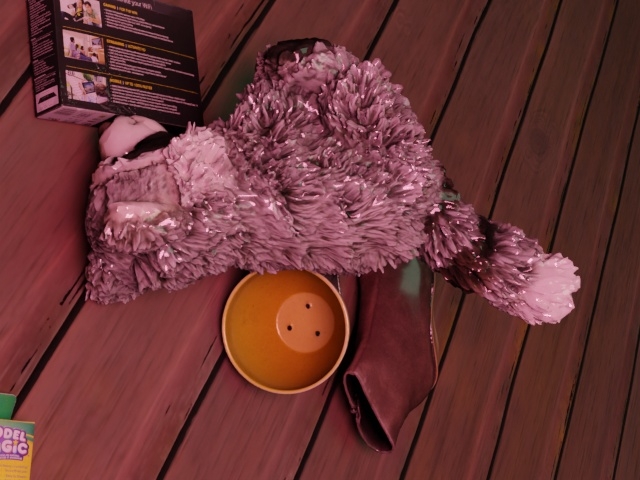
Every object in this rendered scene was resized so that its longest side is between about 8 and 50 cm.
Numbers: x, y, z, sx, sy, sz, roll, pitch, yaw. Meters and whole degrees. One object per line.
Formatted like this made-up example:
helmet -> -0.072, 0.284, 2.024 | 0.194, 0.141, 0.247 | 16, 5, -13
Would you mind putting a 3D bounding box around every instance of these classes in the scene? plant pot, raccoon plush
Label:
plant pot -> -0.026, 0.090, 1.066 | 0.095, 0.134, 0.134 | 0, 79, -77
raccoon plush -> 0.000, 0.000, 0.911 | 0.299, 0.446, 0.216 | -51, 160, -36

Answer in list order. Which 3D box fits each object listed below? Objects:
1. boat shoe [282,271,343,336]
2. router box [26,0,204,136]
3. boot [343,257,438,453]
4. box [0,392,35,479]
boat shoe -> -0.010, 0.010, 1.133 | 0.080, 0.073, 0.223 | -22, 97, -51
router box -> -0.197, -0.177, 0.983 | 0.179, 0.046, 0.133 | 4, 76, -50
boot -> 0.076, 0.098, 1.183 | 0.207, 0.090, 0.248 | -51, 126, -55
box -> -0.282, 0.204, 0.782 | 0.105, 0.043, 0.179 | 18, 65, -47
